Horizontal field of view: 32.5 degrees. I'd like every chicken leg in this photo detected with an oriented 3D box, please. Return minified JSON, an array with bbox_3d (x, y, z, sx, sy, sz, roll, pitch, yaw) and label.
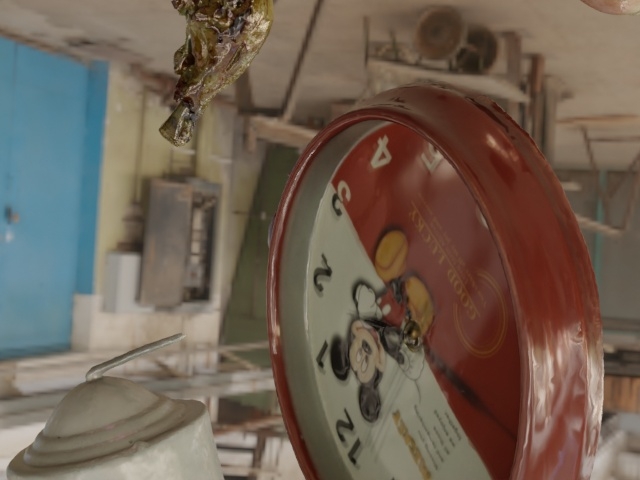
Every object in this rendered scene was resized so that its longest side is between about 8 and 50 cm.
[{"bbox_3d":[-0.107,-0.169,1.005,0.093,0.178,0.070,17,-153,-23],"label":"chicken leg"}]

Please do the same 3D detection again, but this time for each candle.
[{"bbox_3d":[-0.195,0.282,1.117,0.221,0.342,0.221,-15,-176,1],"label":"candle"}]

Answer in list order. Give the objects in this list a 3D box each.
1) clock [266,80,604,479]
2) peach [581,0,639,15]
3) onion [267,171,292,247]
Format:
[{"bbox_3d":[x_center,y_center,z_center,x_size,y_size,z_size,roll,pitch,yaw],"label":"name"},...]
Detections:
[{"bbox_3d":[0.064,0.059,0.694,0.080,0.318,0.318,-5,-177,-30],"label":"clock"},{"bbox_3d":[0.243,-0.295,0.809,0.232,0.257,0.232,-5,145,-4],"label":"peach"},{"bbox_3d":[0.013,0.008,1.357,0.135,0.198,0.173,32,-147,20],"label":"onion"}]
